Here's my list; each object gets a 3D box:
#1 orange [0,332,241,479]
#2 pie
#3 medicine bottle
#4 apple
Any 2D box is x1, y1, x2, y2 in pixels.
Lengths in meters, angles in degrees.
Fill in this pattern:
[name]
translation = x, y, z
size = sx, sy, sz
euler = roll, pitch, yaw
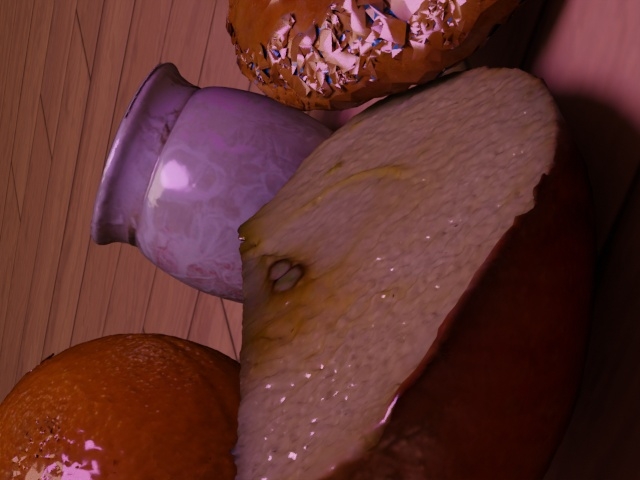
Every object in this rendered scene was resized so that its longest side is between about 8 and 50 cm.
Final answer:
[orange]
translation = -0.129, 0.198, 1.306
size = 0.274, 0.274, 0.274
euler = -179, 90, -72
[pie]
translation = 0.034, -0.189, 1.026
size = 0.273, 0.069, 0.273
euler = -30, 50, 45
[medicine bottle]
translation = -0.077, -0.040, 1.277
size = 0.147, 0.143, 0.147
euler = 22, -90, -85
[apple]
translation = 0.044, 0.048, 0.892
size = 0.346, 0.179, 0.254
euler = -91, 5, -65
